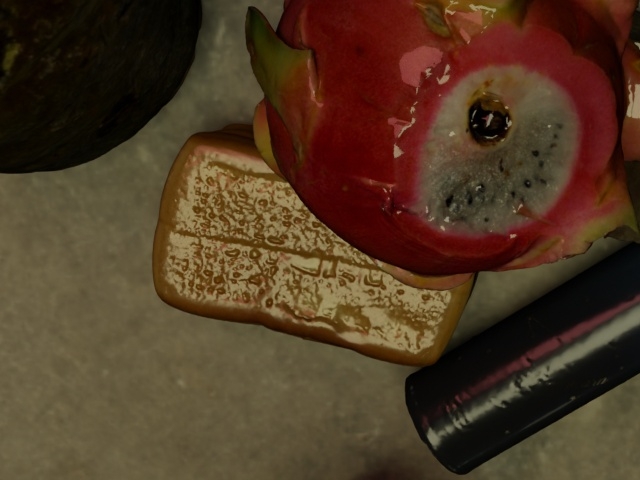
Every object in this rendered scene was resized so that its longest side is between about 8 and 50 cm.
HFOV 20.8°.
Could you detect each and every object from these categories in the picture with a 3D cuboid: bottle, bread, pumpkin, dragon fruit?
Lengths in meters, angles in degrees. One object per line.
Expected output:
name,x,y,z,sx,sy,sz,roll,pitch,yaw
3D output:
bottle,0.167,0.057,1.069,0.244,0.082,0.072,-33,93,16
bread,0.000,0.000,1.079,0.200,0.077,0.116,13,109,6
pumpkin,-0.233,-0.169,0.985,0.242,0.232,0.325,-38,95,20
dragon fruit,0.068,-0.088,0.942,0.224,0.227,0.224,-10,123,-16

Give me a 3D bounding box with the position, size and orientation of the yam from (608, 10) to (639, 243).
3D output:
yam,0.173,-0.072,1.029,0.084,0.084,0.127,16,109,3
